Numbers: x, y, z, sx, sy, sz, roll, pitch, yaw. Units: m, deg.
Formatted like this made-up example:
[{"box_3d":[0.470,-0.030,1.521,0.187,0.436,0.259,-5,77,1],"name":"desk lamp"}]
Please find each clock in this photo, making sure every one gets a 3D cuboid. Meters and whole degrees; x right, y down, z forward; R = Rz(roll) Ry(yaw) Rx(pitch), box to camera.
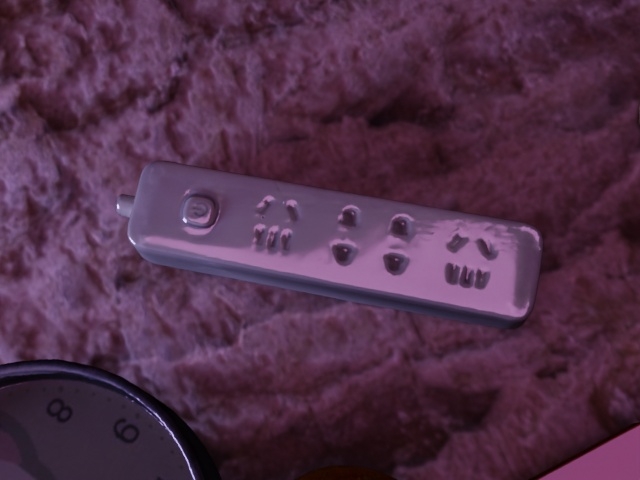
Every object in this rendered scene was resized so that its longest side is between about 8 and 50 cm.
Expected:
[{"box_3d":[-0.223,0.244,0.711,0.319,0.066,0.318,-3,63,6],"name":"clock"}]

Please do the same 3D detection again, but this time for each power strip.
[{"box_3d":[0.000,0.000,0.847,0.385,0.062,0.091,10,78,6],"name":"power strip"}]

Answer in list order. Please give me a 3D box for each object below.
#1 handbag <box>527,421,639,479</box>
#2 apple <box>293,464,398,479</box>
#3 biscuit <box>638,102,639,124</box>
[{"box_3d":[0.259,0.262,0.778,0.127,0.063,0.190,-29,74,-1],"name":"handbag"},{"box_3d":[0.006,0.260,0.761,0.146,0.147,0.163,31,71,6],"name":"apple"},{"box_3d":[0.362,-0.125,0.860,0.147,0.018,0.071,-17,76,3],"name":"biscuit"}]
